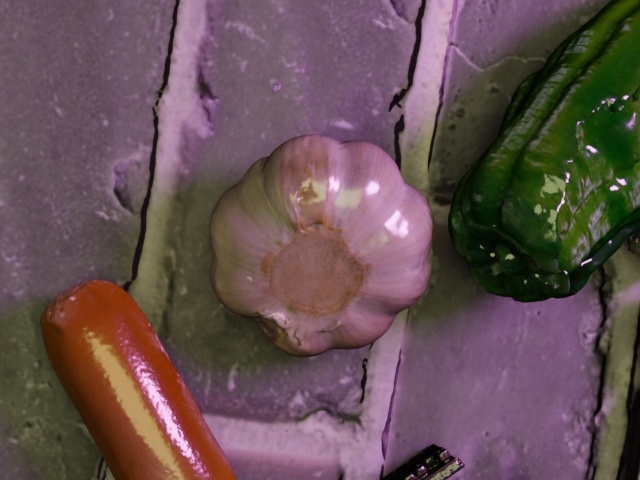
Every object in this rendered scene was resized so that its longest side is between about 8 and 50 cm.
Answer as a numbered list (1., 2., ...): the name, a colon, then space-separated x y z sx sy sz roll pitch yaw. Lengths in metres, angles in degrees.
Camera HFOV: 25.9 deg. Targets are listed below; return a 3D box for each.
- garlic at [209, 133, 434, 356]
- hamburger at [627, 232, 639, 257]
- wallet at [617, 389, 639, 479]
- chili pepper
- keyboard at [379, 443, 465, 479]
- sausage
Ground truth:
1. garlic: 0.004 0.000 1.344 0.227 0.152 0.228 -2 121 -3
2. hamburger: 0.383 -0.008 1.392 0.140 0.133 0.062 -31 99 3
3. wallet: 0.507 0.287 1.428 0.406 0.062 0.228 9 88 -5
4. chili pepper: 0.266 -0.102 1.369 0.167 0.213 0.385 23 60 38
5. keyboard: -0.001 0.296 1.360 0.317 0.106 0.027 -33 91 -6
6. sausage: -0.177 0.166 1.351 0.105 0.105 0.274 -30 91 -5
